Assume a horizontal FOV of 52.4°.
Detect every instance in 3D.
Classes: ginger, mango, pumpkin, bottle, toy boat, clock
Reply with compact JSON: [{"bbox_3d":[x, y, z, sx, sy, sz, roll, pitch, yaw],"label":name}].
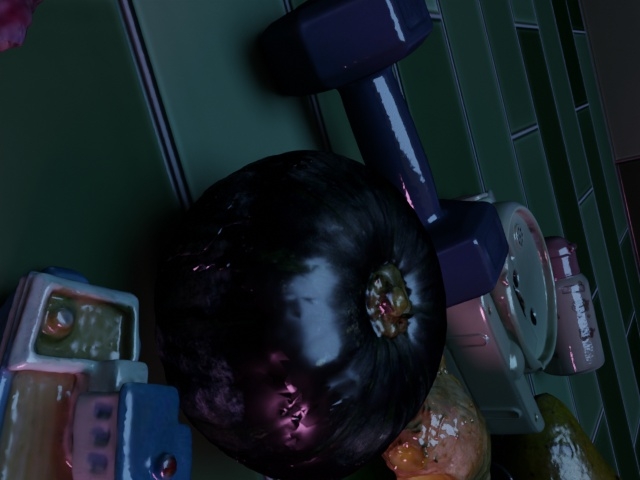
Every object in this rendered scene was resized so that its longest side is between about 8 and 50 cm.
[{"bbox_3d":[0.112,0.185,0.661,0.216,0.102,0.157,49,37,-37],"label":"ginger"},{"bbox_3d":[0.342,0.374,0.887,0.329,0.176,0.176,63,28,-21],"label":"mango"},{"bbox_3d":[-0.008,0.052,0.468,0.233,0.163,0.233,21,63,-50],"label":"pumpkin"},{"bbox_3d":[0.414,0.109,1.128,0.110,0.110,0.233,-19,96,-56],"label":"bottle"},{"bbox_3d":[-0.123,0.113,0.333,0.088,0.102,0.215,23,63,-49],"label":"toy boat"},{"bbox_3d":[0.235,0.066,0.872,0.265,0.109,0.324,59,38,-26],"label":"clock"}]

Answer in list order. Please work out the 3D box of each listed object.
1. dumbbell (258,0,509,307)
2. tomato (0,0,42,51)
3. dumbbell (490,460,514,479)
[{"bbox_3d":[0.070,-0.088,0.640,0.144,0.160,0.325,-102,169,-72],"label":"dumbbell"},{"bbox_3d":[-0.229,-0.180,0.204,0.289,0.176,0.335,2,78,-77],"label":"tomato"},{"bbox_3d":[0.192,0.303,0.774,0.147,0.069,0.069,8,74,-56],"label":"dumbbell"}]
